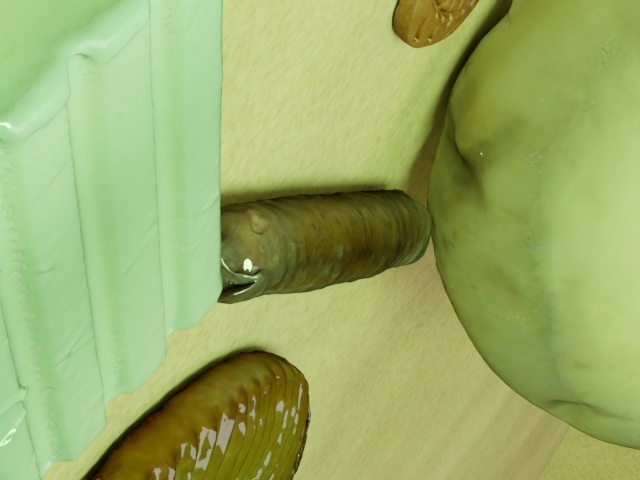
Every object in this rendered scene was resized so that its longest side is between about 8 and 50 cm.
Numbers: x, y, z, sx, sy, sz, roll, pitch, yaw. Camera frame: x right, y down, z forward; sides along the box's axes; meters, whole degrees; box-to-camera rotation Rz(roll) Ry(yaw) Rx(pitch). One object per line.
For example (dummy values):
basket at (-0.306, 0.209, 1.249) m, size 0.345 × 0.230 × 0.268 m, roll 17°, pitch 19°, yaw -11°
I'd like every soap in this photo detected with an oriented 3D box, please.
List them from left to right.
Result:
soap at (-0.084, -0.011, 0.500) m, size 0.119 × 0.066 × 0.198 m, roll -48°, pitch 162°, yaw -26°

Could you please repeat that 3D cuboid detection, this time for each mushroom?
mushroom at (0.235, -0.033, 0.994) m, size 0.356 × 0.315 × 0.315 m, roll -10°, pitch 132°, yaw -54°

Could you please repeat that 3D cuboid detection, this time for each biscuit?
biscuit at (-0.102, 0.195, 0.913) m, size 0.318 × 0.040 × 0.318 m, roll -51°, pitch 163°, yaw -22°
biscuit at (0.065, -0.126, 0.825) m, size 0.091 × 0.015 × 0.078 m, roll -29°, pitch 149°, yaw -60°

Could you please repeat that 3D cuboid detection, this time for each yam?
yam at (0.000, 0.000, 0.822) m, size 0.046 × 0.046 × 0.264 m, roll -60°, pitch 165°, yaw 12°
